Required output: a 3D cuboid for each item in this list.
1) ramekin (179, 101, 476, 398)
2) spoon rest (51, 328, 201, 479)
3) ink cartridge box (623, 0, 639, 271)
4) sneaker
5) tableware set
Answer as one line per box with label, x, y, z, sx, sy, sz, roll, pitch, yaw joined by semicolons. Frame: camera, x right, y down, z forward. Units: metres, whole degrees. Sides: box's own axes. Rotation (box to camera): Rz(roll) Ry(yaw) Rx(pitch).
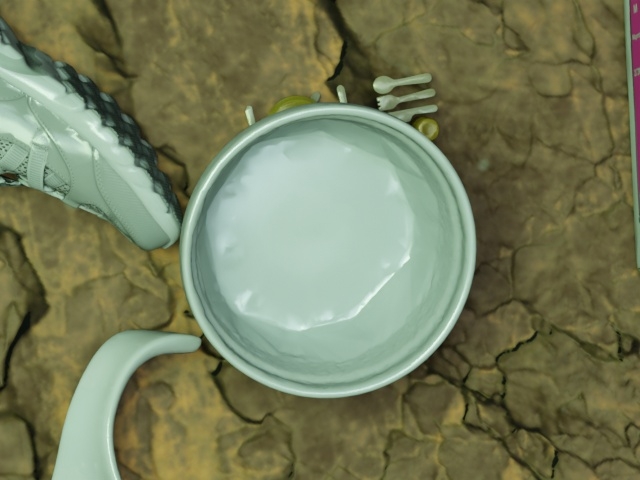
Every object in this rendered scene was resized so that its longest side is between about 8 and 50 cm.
ramekin;0.000;0.000;1.360;0.207;0.109;0.207;-2;101;-9
spoon rest;-0.150;0.195;1.345;0.084;0.137;0.276;19;77;-53
ink cartridge box;0.324;-0.161;1.463;0.176;0.069;0.371;-2;86;-10
sneaker;-0.220;-0.079;1.352;0.281;0.105;0.115;40;99;-11
tableware set;0.021;-0.065;1.427;0.154;0.024;0.104;-12;93;-11
